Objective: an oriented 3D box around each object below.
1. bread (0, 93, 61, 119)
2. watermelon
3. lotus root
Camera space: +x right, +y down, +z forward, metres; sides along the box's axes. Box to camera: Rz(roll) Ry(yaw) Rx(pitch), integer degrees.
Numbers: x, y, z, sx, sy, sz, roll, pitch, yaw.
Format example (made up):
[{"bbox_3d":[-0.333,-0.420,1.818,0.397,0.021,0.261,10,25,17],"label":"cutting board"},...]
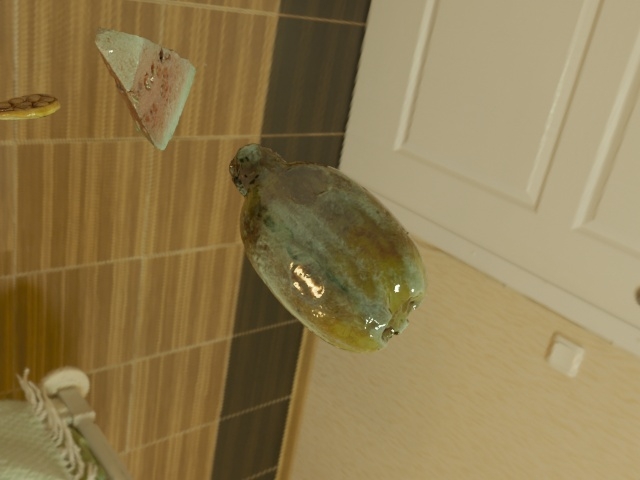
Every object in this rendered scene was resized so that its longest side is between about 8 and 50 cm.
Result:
[{"bbox_3d":[-0.485,-0.218,1.119,0.110,0.110,0.024,-23,121,-32],"label":"bread"},{"bbox_3d":[-0.264,-0.234,0.996,0.241,0.095,0.154,87,13,-81],"label":"watermelon"},{"bbox_3d":[0.000,0.000,0.537,0.113,0.192,0.088,-43,177,-13],"label":"lotus root"}]
